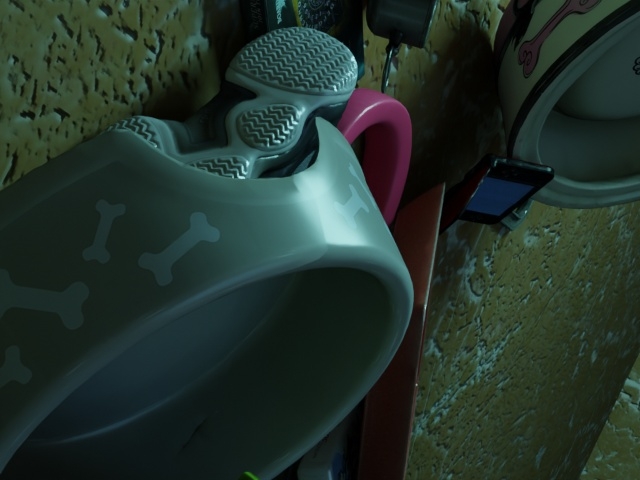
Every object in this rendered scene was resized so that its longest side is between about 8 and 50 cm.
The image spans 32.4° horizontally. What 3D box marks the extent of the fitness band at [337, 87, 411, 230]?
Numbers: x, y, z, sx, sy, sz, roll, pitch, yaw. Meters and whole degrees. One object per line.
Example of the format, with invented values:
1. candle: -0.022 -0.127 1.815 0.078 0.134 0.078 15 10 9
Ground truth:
1. fitness band: 0.000 0.000 1.011 0.209 0.054 0.291 -10 122 -63

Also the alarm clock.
1. alarm clock: 0.071 -0.209 0.899 0.129 0.064 0.192 94 10 -75

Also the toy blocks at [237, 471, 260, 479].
1. toy blocks: -0.124 0.310 0.698 0.381 0.190 0.261 -53 161 -4

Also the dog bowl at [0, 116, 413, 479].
1. dog bowl: -0.094 0.078 0.677 0.348 0.102 0.349 -28 151 -17

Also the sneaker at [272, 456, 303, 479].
1. sneaker: -0.107 0.290 1.017 0.300 0.111 0.121 -62 149 -24

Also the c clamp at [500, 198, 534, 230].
1. c clamp: 0.278 -0.082 1.496 0.137 0.022 0.160 -63 154 -6

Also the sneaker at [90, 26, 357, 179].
1. sneaker: -0.075 -0.028 0.778 0.268 0.101 0.153 -41 153 -29

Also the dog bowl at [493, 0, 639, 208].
1. dog bowl: 0.373 -0.212 1.217 0.408 0.150 0.408 -15 151 -8

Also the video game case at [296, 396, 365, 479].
1. video game case: 0.045 0.315 1.141 0.300 0.036 0.329 -53 137 -71

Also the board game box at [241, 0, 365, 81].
1. board game box: -0.011 -0.173 0.859 0.126 0.026 0.186 -47 149 -33

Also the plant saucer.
1. plant saucer: 0.076 0.107 1.065 0.259 0.047 0.258 -69 166 -60

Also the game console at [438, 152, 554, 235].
1. game console: 0.172 -0.026 1.204 0.144 0.124 0.085 134 -38 -59
